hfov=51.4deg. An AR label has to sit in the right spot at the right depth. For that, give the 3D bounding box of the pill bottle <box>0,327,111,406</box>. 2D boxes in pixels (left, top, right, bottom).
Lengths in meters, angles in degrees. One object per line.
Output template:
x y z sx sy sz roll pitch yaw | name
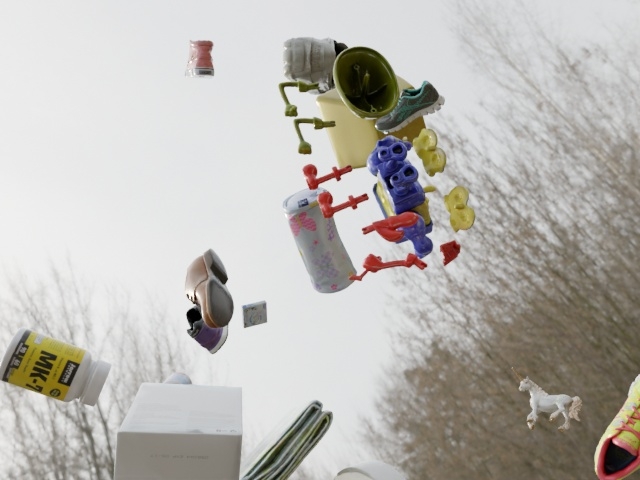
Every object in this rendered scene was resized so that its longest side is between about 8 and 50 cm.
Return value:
-0.569 0.277 1.432 0.209 0.119 0.119 23 -51 -14 | pill bottle

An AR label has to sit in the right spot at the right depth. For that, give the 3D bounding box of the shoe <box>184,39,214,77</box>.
-0.278 -0.419 1.540 0.064 0.178 0.081 -1 -79 -18 | shoe

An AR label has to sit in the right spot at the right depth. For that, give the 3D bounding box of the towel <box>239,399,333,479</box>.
-0.120 0.566 1.733 0.320 0.090 0.374 -43 -4 -23 | towel

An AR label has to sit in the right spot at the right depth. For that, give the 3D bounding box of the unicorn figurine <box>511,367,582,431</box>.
0.474 0.345 1.407 0.111 0.162 0.060 -55 -41 -39 | unicorn figurine

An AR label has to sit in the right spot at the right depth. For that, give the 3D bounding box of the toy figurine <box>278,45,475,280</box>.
0.086 -0.084 1.017 0.191 0.362 0.217 -24 -23 2 | toy figurine

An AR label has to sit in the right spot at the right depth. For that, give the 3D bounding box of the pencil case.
0.000 0.000 1.672 0.124 0.113 0.273 -19 -66 0 | pencil case

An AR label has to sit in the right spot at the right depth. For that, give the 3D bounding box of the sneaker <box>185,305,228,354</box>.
-0.356 0.226 2.087 0.124 0.283 0.107 38 -75 -22 | sneaker

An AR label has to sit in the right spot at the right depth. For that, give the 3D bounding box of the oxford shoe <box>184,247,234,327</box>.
-0.205 0.098 1.193 0.076 0.212 0.076 -31 -60 4 | oxford shoe

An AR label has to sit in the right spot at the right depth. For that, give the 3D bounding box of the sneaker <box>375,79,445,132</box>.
0.191 -0.306 1.499 0.167 0.065 0.076 -26 -56 19 | sneaker

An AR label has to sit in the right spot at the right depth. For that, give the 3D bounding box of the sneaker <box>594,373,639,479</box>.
0.476 0.282 0.992 0.094 0.082 0.208 -4 -60 -55 | sneaker

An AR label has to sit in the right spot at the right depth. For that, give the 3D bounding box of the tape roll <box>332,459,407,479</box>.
0.148 0.735 1.610 0.072 0.392 0.392 -8 -36 -33 | tape roll

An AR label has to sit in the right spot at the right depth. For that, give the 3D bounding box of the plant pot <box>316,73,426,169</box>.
0.149 -0.305 1.702 0.212 0.187 0.212 -30 -65 -20 | plant pot

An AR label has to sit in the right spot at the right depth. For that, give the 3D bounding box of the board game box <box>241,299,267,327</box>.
-0.236 0.264 2.377 0.090 0.020 0.090 -11 -59 -21 | board game box

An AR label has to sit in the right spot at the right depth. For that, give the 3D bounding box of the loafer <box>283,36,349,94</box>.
0.014 -0.352 1.349 0.112 0.111 0.319 3 13 13 | loafer

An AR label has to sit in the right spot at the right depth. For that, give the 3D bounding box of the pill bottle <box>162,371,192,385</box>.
-0.455 0.468 2.069 0.087 0.087 0.160 -32 2 0 | pill bottle

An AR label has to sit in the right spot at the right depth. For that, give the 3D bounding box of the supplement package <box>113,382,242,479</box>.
-0.244 0.389 1.184 0.200 0.197 0.263 4 4 -7 | supplement package
